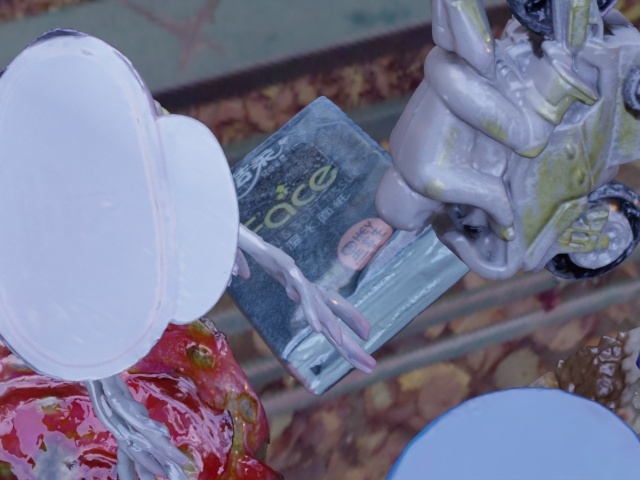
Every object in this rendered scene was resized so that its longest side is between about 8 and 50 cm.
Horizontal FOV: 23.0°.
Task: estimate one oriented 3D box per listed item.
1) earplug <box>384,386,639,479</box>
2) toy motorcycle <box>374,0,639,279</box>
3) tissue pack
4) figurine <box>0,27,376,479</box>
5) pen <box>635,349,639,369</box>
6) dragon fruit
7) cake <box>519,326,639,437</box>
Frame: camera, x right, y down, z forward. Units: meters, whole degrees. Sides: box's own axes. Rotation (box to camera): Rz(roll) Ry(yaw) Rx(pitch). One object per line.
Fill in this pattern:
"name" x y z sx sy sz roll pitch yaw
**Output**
"earplug" 0.127 0.193 0.786 0.132 0.273 0.132 -11 55 15
"toy motorcycle" 0.143 -0.085 1.191 0.223 0.340 0.108 -16 40 -8
"tissue pack" 0.000 0.000 1.648 0.228 0.103 0.315 -39 37 -3
"figurine" -0.113 0.030 0.989 0.206 0.316 0.284 -36 91 -1
"pen" 0.222 -0.004 0.897 0.025 0.204 0.025 10 33 -7
"dragon fruit" -0.240 0.221 1.402 0.386 0.371 0.249 56 24 -17
"cake" 0.305 0.235 1.355 0.282 0.290 0.255 31 37 -27
